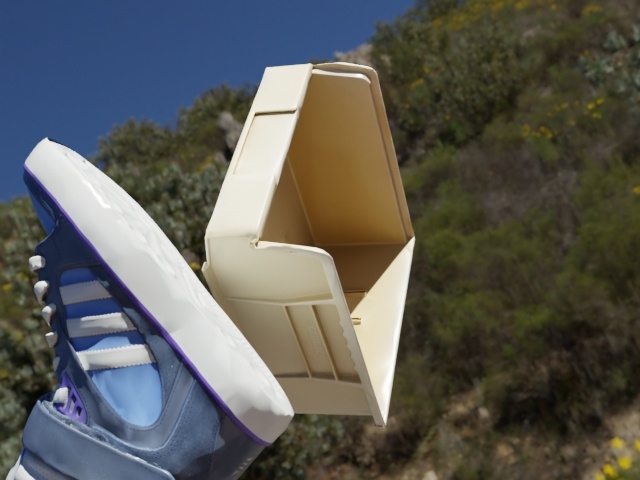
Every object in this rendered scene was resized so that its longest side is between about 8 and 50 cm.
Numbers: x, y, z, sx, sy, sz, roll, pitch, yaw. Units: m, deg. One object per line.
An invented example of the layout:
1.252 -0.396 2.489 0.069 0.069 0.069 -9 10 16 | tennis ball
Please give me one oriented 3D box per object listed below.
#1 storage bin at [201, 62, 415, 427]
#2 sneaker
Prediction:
0.000 0.000 1.006 0.123 0.262 0.260 -2 -46 17 | storage bin
-0.201 0.102 0.829 0.236 0.322 0.130 -41 -9 3 | sneaker
